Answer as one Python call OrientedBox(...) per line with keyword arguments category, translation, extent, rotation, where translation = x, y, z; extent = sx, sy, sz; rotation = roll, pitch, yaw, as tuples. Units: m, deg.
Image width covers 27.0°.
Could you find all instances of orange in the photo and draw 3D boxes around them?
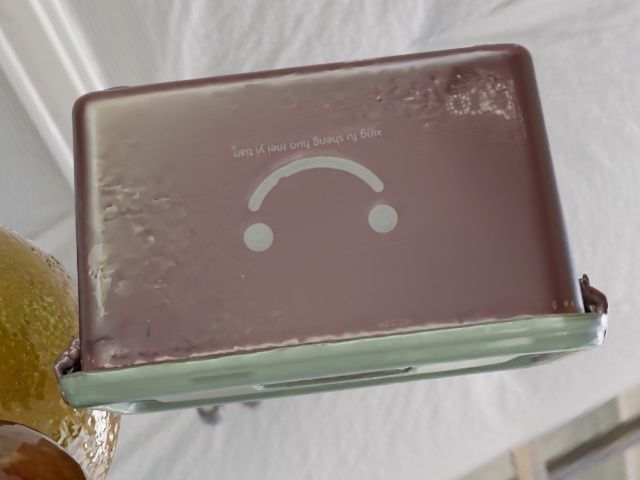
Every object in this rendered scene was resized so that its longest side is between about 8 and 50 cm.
OrientedBox(category="orange", translation=(-0.278, 0.108, 0.947), extent=(0.274, 0.274, 0.274), rotation=(-17, -41, -16))

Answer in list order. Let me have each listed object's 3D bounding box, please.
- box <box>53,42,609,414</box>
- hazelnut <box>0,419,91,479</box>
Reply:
OrientedBox(category="box", translation=(0.000, 0.000, 0.742), extent=(0.294, 0.168, 0.193), rotation=(-6, -10, -1))
OrientedBox(category="hazelnut", translation=(-0.185, 0.165, 0.683), extent=(0.154, 0.143, 0.143), rotation=(-41, -37, -13))
